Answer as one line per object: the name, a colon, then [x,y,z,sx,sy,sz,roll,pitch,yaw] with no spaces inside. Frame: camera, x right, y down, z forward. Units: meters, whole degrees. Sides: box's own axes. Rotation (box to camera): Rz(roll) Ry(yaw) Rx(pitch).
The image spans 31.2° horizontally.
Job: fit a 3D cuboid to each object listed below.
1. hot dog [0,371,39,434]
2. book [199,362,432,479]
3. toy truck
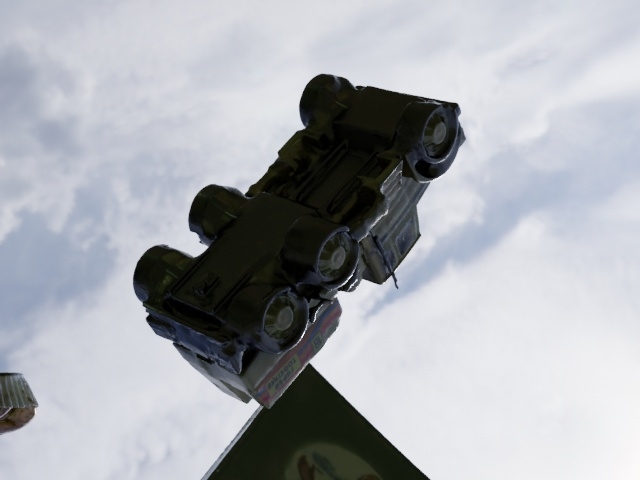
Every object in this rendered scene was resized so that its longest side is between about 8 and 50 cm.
hot dog: [-0.473,0.218,1.412,0.268,0.144,0.075,-16,-106,17]
book: [-0.025,0.321,1.135,0.260,0.043,0.371,44,-133,-3]
toy truck: [-0.001,-0.004,0.820,0.127,0.127,0.257,17,-119,41]
